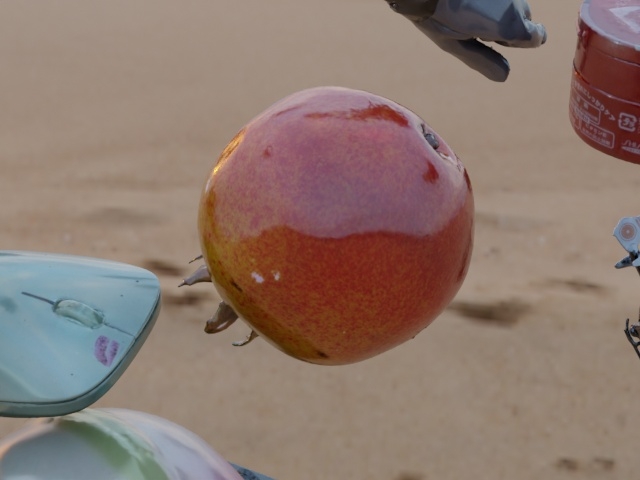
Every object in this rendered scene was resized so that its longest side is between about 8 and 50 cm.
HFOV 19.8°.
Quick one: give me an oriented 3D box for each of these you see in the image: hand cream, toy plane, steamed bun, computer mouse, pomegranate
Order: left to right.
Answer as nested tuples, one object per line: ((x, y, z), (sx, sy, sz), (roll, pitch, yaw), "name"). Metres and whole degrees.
((-0.267, 0.065, 1.535), (0.288, 0.097, 0.159), (-3, 42, 41), "computer mouse")
((-0.151, 0.288, 1.570), (0.309, 0.309, 0.309), (4, 21, -2), "steamed bun")
((0.000, 0.000, 1.460), (0.221, 0.256, 0.221), (34, 37, -30), "pomegranate")
((0.343, 0.067, 1.839), (0.078, 0.197, 0.053), (-28, 2, -13), "toy plane")
((0.392, -0.186, 2.063), (0.230, 0.149, 0.230), (4, 28, -2), "hand cream")

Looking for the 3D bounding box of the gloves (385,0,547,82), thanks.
((0.161, -0.269, 2.091), (0.119, 0.142, 0.285), (12, -1, 44), "gloves")

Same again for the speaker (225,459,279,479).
((-0.047, 0.283, 1.943), (0.191, 0.046, 0.040), (24, 24, -29), "speaker")
